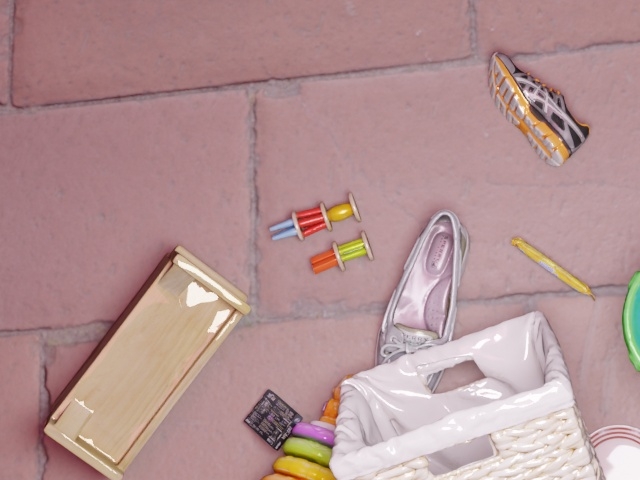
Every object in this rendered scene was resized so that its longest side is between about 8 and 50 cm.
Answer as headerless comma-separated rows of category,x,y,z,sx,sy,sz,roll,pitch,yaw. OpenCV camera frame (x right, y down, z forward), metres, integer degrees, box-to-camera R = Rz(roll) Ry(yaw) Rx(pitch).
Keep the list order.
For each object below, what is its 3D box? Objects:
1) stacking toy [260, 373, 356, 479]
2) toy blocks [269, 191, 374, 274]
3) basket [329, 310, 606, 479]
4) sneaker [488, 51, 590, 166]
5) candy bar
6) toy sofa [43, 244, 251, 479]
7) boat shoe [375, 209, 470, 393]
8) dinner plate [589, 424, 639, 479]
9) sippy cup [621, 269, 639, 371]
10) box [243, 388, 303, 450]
stacking toy,-0.003,0.341,1.785,0.166,0.175,0.301,18,70,11
toy blocks,0.000,0.000,1.896,0.148,0.054,0.123,-19,75,5
basket,0.216,0.302,1.619,0.328,0.331,0.266,-21,102,10
sneaker,0.348,-0.220,1.876,0.083,0.084,0.215,-32,77,-12
candy bar,0.368,0.044,1.828,0.161,0.040,0.018,36,96,16
toy sofa,-0.279,0.194,1.872,0.150,0.177,0.362,37,86,-9
boat shoe,0.159,0.110,1.818,0.118,0.103,0.320,17,81,13
dinner plate,0.454,0.351,1.757,0.141,0.017,0.141,-2,78,10
sippy cup,0.546,0.131,1.682,0.240,0.224,0.305,36,85,13
box,-0.076,0.284,1.845,0.067,0.018,0.083,-53,45,-4
